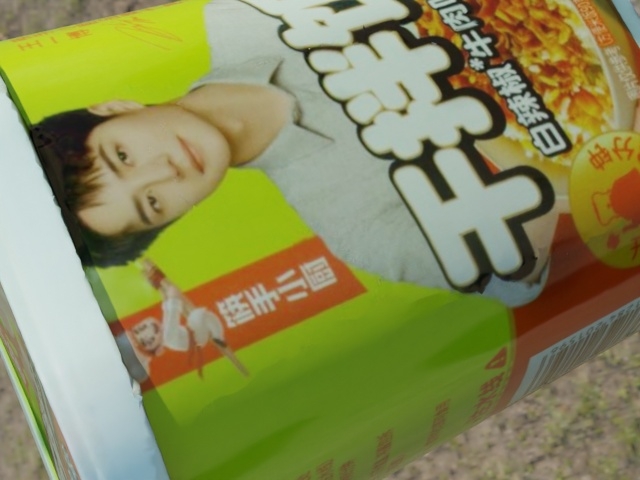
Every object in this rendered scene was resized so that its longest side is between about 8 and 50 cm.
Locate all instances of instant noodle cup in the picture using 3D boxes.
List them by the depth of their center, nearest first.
[{"bbox_3d":[0.000,0.000,0.600,0.294,0.308,0.294,56,158,36],"label":"instant noodle cup"}]
